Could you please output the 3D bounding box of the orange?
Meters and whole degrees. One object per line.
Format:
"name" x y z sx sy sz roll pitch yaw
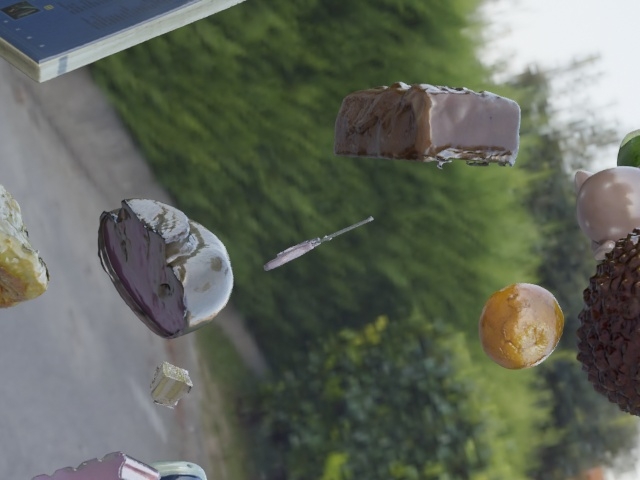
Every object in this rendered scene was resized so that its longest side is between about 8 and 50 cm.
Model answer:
"orange" 0.186 0.079 1.227 0.070 0.083 0.083 -131 -159 -61

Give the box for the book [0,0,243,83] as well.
"book" -0.209 -0.240 1.256 0.191 0.269 0.025 34 -41 35

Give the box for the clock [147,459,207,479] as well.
"clock" -0.254 0.479 2.136 0.243 0.147 0.199 -82 164 -52

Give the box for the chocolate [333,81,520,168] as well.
"chocolate" 0.117 -0.133 1.496 0.214 0.148 0.093 15 -79 59

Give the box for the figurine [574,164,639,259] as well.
"figurine" 0.417 -0.045 1.819 0.125 0.125 0.138 71 16 -61

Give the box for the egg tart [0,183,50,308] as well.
"egg tart" -0.508 -0.027 1.741 0.341 0.341 0.132 71 33 -59

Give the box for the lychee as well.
"lychee" 0.344 0.089 1.322 0.188 0.188 0.188 -15 90 -88

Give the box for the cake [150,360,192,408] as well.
"cake" -0.222 0.208 1.978 0.121 0.052 0.065 136 -23 -66

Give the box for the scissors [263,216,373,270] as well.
"scissors" 0.000 0.000 1.949 0.015 0.189 0.100 63 30 -4

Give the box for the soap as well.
"soap" -0.268 0.314 1.614 0.203 0.122 0.065 69 4 -73

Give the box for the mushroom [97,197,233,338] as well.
"mushroom" -0.165 0.025 1.463 0.188 0.117 0.141 35 -57 36

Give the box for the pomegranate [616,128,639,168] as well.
"pomegranate" 0.553 -0.118 2.108 0.122 0.143 0.169 -68 -164 4
